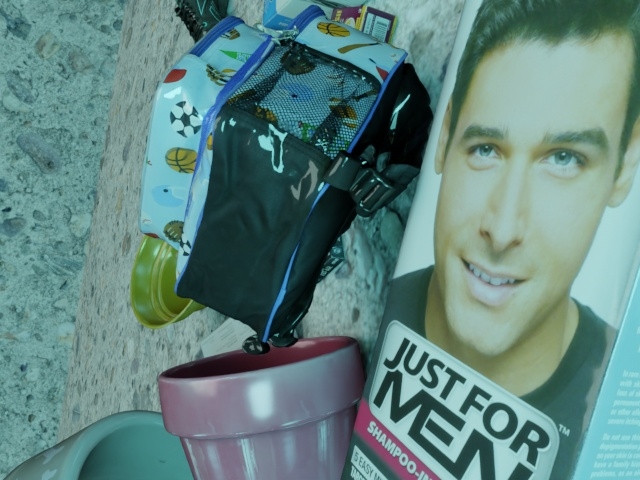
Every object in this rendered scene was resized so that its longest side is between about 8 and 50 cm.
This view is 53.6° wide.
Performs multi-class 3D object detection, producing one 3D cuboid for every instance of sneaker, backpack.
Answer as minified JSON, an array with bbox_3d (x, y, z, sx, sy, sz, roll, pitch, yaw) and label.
[{"bbox_3d":[-0.228,-0.416,1.211,0.101,0.106,0.268,-47,44,44],"label":"sneaker"},{"bbox_3d":[-0.030,-0.077,0.579,0.263,0.213,0.277,-53,-4,-43],"label":"backpack"}]

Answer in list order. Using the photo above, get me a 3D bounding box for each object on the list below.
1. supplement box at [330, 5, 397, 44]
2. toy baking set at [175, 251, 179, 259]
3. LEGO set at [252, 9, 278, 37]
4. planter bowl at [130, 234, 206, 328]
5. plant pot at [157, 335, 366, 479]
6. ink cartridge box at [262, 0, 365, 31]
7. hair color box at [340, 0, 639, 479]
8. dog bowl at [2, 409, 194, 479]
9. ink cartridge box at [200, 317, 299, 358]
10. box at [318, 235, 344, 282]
[{"bbox_3d":[0.043,-0.232,0.715,0.083,0.043,0.055,33,112,60],"label":"supplement box"},{"bbox_3d":[-0.117,-0.029,0.878,0.256,0.030,0.197,26,91,48],"label":"toy baking set"},{"bbox_3d":[-0.106,-0.210,0.968,0.132,0.107,0.287,-57,6,-37],"label":"LEGO set"},{"bbox_3d":[-0.209,0.045,1.025,0.217,0.090,0.217,-20,59,37],"label":"planter bowl"},{"bbox_3d":[-0.046,0.200,0.616,0.201,0.201,0.180,-13,86,60],"label":"plant pot"},{"bbox_3d":[0.011,-0.354,0.766,0.203,0.085,0.148,-9,74,60],"label":"ink cartridge box"},{"bbox_3d":[0.139,0.030,0.385,0.185,0.113,0.375,27,105,61],"label":"hair color box"},{"bbox_3d":[-0.148,0.319,0.615,0.102,0.348,0.349,-44,39,12],"label":"dog bowl"},{"bbox_3d":[-0.073,0.207,0.814,0.189,0.066,0.233,-39,70,51],"label":"ink cartridge box"},{"bbox_3d":[0.000,0.000,0.752,0.067,0.018,0.083,-45,44,48],"label":"box"}]
